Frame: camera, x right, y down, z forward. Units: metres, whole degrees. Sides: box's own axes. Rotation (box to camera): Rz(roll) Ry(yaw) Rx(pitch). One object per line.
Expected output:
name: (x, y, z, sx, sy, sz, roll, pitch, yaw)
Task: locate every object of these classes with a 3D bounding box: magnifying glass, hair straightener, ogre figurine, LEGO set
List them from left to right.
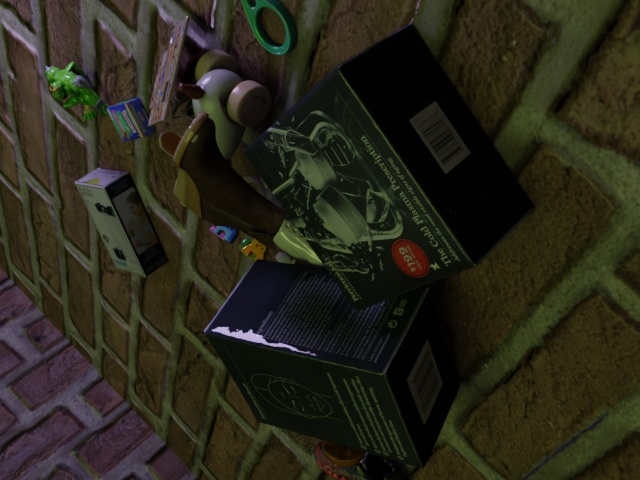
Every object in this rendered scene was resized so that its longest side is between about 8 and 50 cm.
ogre figurine: (-0.615, -0.375, 1.895, 0.197, 0.096, 0.118, 45, 167, 37)
hair straightener: (-0.264, -0.297, 1.582, 0.089, 0.047, 0.230, 53, 147, -1)
magnifying glass: (-0.122, -0.422, 1.318, 0.231, 0.026, 0.092, 55, 147, -2)
LEGO set: (-0.143, -0.010, 1.685, 0.227, 0.093, 0.087, 33, 173, 19)

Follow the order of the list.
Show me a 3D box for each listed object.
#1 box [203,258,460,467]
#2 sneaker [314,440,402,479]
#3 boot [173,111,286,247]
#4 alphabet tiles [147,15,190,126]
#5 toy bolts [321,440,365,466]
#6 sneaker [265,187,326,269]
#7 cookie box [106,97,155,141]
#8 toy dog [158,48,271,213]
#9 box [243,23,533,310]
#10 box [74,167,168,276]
box: (0.030, 0.229, 1.472, 0.395, 0.212, 0.294, 7, 137, 32)
sneaker: (0.096, 0.555, 1.900, 0.276, 0.097, 0.135, 22, 136, 34)
boot: (-0.146, -0.099, 1.310, 0.206, 0.090, 0.248, 28, 148, 1)
alphabet tiles: (-0.306, -0.326, 1.508, 0.237, 0.009, 0.198, -167, 90, -68)
toy bolts: (0.120, 0.368, 1.627, 0.228, 0.218, 0.159, 13, 127, 19)
sneaker: (0.000, 0.000, 1.508, 0.123, 0.106, 0.290, -19, 115, 49)
cookie box: (-0.455, -0.288, 1.823, 0.107, 0.040, 0.092, 0, 120, 49)
toy dog: (-0.218, -0.190, 1.441, 0.220, 0.160, 0.334, 18, 111, 44)
box: (0.097, -0.098, 1.215, 0.343, 0.179, 0.312, 55, 146, -4)
box: (-0.552, -0.051, 2.118, 0.169, 0.087, 0.290, 13, 130, 44)
